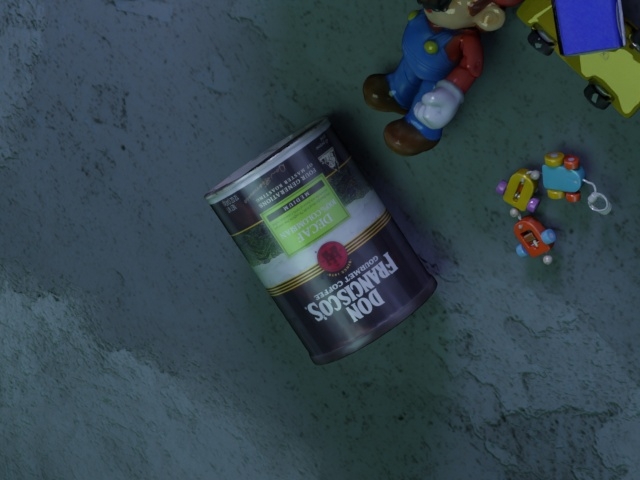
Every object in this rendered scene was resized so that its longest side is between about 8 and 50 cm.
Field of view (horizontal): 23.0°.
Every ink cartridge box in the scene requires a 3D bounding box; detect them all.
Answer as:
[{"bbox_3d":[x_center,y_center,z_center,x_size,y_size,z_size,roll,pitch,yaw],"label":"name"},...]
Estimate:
[{"bbox_3d":[0.263,-0.277,1.602,0.069,0.371,0.176,-9,95,6],"label":"ink cartridge box"}]

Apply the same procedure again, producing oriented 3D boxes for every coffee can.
[{"bbox_3d":[0.000,0.000,2.124,0.201,0.201,0.275,-28,99,41],"label":"coffee can"}]

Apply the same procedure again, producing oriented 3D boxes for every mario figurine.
[{"bbox_3d":[0.125,-0.260,1.910,0.198,0.170,0.320,36,132,13],"label":"mario figurine"}]

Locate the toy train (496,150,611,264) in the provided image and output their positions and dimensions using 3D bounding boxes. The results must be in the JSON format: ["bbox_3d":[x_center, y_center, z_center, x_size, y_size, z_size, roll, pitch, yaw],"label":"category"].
[{"bbox_3d":[0.297,-0.049,2.004,0.125,0.046,0.166,50,135,-3],"label":"toy train"}]

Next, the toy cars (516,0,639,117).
[{"bbox_3d":[0.419,-0.227,1.786,0.393,0.087,0.176,5,102,27],"label":"toy cars"}]
